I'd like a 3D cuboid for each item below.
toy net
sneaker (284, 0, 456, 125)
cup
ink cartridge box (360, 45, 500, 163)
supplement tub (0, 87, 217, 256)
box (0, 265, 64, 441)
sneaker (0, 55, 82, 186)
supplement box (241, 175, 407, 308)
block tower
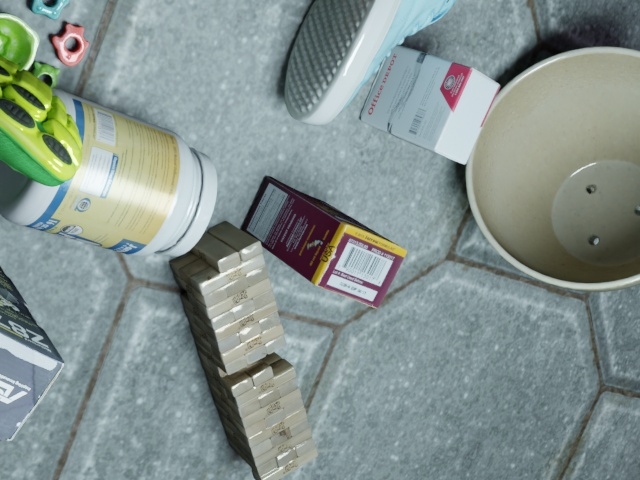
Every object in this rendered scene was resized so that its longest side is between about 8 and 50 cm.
[{"bbox_3d":[-0.264,-0.256,1.021,0.122,0.045,0.232,30,91,-37],"label":"toy net"},{"bbox_3d":[0.096,-0.283,1.193,0.150,0.135,0.366,27,94,-35],"label":"sneaker"},{"bbox_3d":[0.391,-0.067,1.395,0.331,0.331,0.237,-56,153,-2],"label":"cup"},{"bbox_3d":[0.134,-0.172,1.254,0.063,0.150,0.109,18,99,-41],"label":"ink cartridge box"},{"bbox_3d":[-0.225,-0.065,1.062,0.200,0.144,0.144,18,98,-37],"label":"supplement tub"},{"bbox_3d":[-0.434,-0.010,0.838,0.395,0.318,0.097,36,87,-39],"label":"box"},{"bbox_3d":[-0.355,-0.122,0.928,0.295,0.109,0.123,27,114,2],"label":"sneaker"},{"bbox_3d":[0.000,0.000,1.210,0.104,0.188,0.080,23,96,-38],"label":"supplement box"},{"bbox_3d":[-0.096,0.148,1.271,0.091,0.097,0.335,-26,120,-23],"label":"block tower"}]
